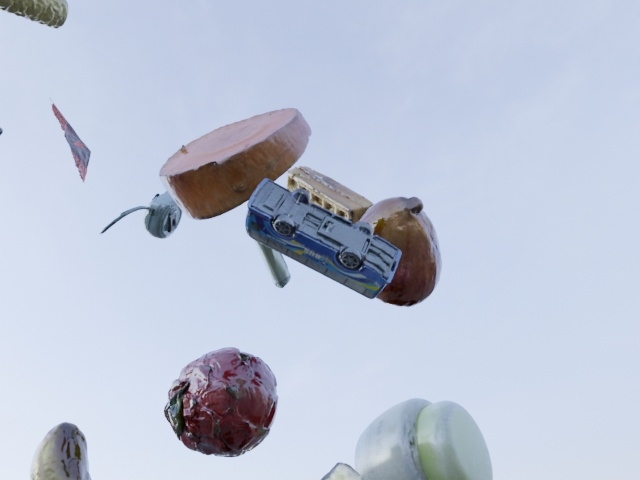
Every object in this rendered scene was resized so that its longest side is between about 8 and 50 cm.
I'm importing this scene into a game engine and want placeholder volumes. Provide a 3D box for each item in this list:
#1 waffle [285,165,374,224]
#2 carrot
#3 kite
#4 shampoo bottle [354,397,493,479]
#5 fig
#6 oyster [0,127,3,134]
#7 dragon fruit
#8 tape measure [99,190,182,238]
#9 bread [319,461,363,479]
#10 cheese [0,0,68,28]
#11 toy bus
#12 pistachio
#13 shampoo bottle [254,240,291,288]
[{"bbox_3d":[0.015,-0.080,1.825,0.098,0.327,0.224,-18,-51,-36],"label":"waffle"},{"bbox_3d":[-0.151,-0.162,1.096,0.258,0.307,0.100,7,-47,46],"label":"carrot"},{"bbox_3d":[-0.581,-0.226,1.411,0.008,0.222,0.125,-24,-5,4],"label":"kite"},{"bbox_3d":[0.261,0.586,1.542,0.317,0.323,0.322,-27,-40,27],"label":"shampoo bottle"},{"bbox_3d":[0.173,0.023,1.355,0.223,0.224,0.263,-16,-65,11],"label":"fig"},{"bbox_3d":[-0.884,-0.247,1.368,0.100,0.271,0.275,-12,-25,34],"label":"oyster"},{"bbox_3d":[-0.209,0.348,1.289,0.244,0.245,0.299,-12,-5,6],"label":"dragon fruit"},{"bbox_3d":[-0.523,-0.047,1.780,0.084,0.330,0.164,18,-57,16],"label":"tape measure"},{"bbox_3d":[-0.013,0.400,0.662,0.266,0.178,0.142,-41,-51,-12],"label":"bread"},{"bbox_3d":[-0.670,-0.555,1.324,0.094,0.123,0.167,-54,-27,20],"label":"cheese"},{"bbox_3d":[0.000,0.000,0.566,0.152,0.051,0.061,27,-41,1],"label":"toy bus"},{"bbox_3d":[-0.513,0.458,1.157,0.110,0.189,0.100,-6,-37,-26],"label":"pistachio"},{"bbox_3d":[-0.117,0.025,1.365,0.049,0.072,0.212,-23,-42,-6],"label":"shampoo bottle"}]
